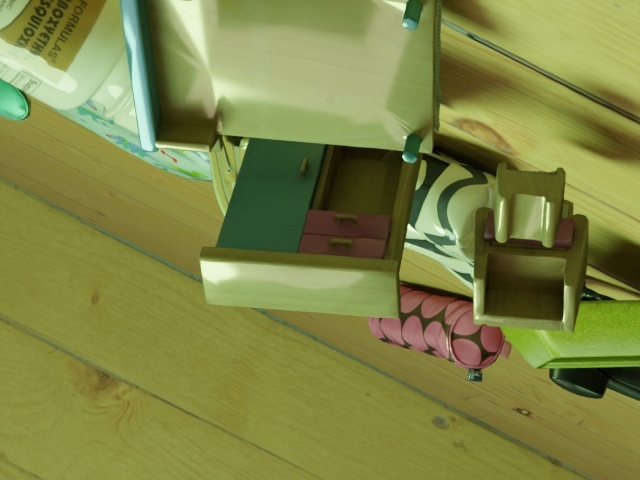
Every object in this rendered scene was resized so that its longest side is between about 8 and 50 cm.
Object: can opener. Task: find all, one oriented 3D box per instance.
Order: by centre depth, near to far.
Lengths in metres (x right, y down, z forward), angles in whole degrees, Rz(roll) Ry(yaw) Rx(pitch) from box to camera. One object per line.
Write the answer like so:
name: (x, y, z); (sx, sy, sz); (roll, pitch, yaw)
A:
can opener: (0.338, 0.157, 2.007); (0.186, 0.073, 0.059); (20, 167, -19)

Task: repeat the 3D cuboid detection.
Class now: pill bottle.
pill bottle: (-0.207, -0.176, 1.371); (0.229, 0.131, 0.131); (29, 172, -18)

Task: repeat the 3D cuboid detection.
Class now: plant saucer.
plant saucer: (0.259, 0.084, 1.531); (0.188, 0.045, 0.188); (-1, 172, -1)

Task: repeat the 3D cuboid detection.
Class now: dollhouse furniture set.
dollhouse furniture set: (0.040, -0.122, 1.168); (0.286, 0.198, 0.303); (4, 135, 10)

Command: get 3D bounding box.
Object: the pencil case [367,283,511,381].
pencil case: (0.148, 0.111, 2.228); (0.098, 0.095, 0.209); (13, -178, -29)

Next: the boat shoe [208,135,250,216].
boat shoe: (-0.061, -0.072, 1.516); (0.190, 0.068, 0.072); (65, 155, 9)

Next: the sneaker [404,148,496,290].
sneaker: (0.103, -0.023, 1.515); (0.153, 0.094, 0.235); (31, -178, 27)

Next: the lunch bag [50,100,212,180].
lunch bag: (-0.168, -0.136, 1.652); (0.219, 0.090, 0.176); (29, 173, -11)

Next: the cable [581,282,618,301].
cable: (0.289, 0.082, 1.717); (0.150, 0.047, 0.184); (33, 170, -37)

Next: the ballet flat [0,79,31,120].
ballet flat: (-0.436, -0.211, 2.238); (0.168, 0.057, 0.052); (32, -161, -10)
